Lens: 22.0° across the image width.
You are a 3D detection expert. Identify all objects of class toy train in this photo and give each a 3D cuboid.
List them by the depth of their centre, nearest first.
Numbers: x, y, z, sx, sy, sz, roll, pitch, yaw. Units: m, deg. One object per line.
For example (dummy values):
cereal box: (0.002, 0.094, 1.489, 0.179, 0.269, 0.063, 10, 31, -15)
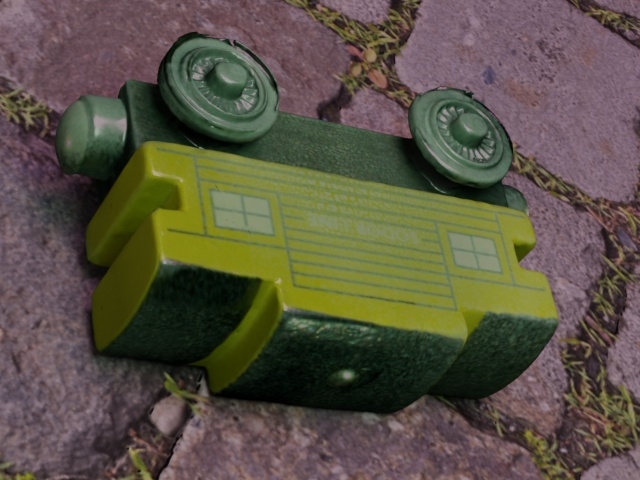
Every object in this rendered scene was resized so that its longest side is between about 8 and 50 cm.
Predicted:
toy train: (0.000, 0.000, 1.352, 0.442, 0.179, 0.272, 9, 52, -29)
